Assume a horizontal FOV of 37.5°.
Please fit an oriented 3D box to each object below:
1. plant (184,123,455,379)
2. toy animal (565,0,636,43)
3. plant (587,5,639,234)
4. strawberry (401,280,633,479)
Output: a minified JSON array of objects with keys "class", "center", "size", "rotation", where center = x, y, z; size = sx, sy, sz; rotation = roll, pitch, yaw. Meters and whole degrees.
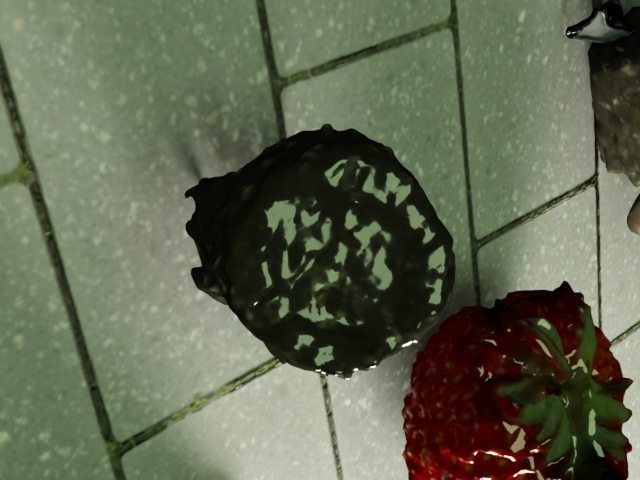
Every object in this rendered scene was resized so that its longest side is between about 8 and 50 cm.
[{"class":"plant","center":[0.000,0.000,0.740],"size":[0.204,0.234,0.178],"rotation":[-36,106,0]},{"class":"toy animal","center":[0.322,-0.282,1.010],"size":[0.202,0.070,0.105],"rotation":[-37,100,-24]},{"class":"plant","center":[0.428,-0.110,1.067],"size":[0.194,0.181,0.321],"rotation":[-30,118,-7]},{"class":"strawberry","center":[0.187,0.181,0.970],"size":[0.261,0.257,0.261],"rotation":[15,66,-37]}]
